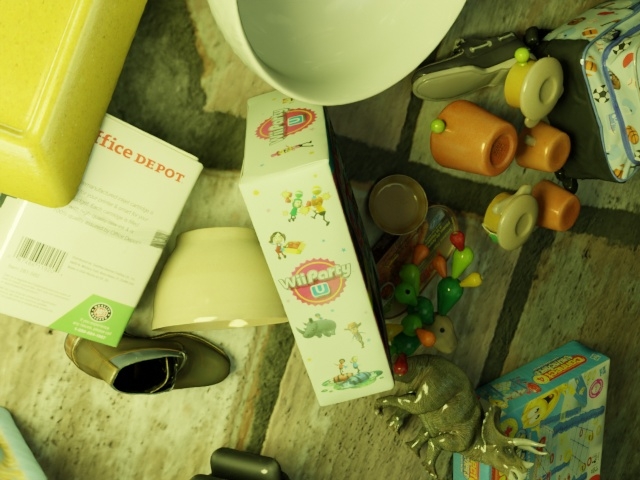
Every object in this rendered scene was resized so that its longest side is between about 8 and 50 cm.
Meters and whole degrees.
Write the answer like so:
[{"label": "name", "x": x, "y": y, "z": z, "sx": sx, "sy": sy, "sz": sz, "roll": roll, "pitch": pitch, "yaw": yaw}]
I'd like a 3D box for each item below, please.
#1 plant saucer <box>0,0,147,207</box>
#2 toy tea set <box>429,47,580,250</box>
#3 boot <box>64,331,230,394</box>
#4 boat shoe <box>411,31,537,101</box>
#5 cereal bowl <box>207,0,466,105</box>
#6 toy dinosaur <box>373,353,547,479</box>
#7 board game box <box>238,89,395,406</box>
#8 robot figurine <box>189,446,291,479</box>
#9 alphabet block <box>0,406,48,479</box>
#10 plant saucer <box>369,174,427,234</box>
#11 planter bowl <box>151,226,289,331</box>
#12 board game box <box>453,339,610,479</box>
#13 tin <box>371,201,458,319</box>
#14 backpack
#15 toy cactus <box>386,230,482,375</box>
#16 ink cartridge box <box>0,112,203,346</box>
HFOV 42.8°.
[{"label": "plant saucer", "x": -0.309, "y": -0.224, "z": 0.668, "sx": 0.332, "sy": 0.081, "sz": 0.333, "roll": 20, "pitch": 93, "yaw": -24}, {"label": "toy tea set", "x": 0.266, "y": -0.112, "z": 1.184, "sx": 0.200, "sy": 0.124, "sz": 0.336, "roll": -43, "pitch": 134, "yaw": -17}, {"label": "boot", "x": -0.179, "y": 0.155, "z": 0.949, "sx": 0.219, "sy": 0.106, "sz": 0.082, "roll": 16, "pitch": 97, "yaw": -39}, {"label": "boat shoe", "x": 0.204, "y": -0.245, "z": 1.128, "sx": 0.206, "sy": 0.075, "sz": 0.065, "roll": -16, "pitch": 73, "yaw": -25}, {"label": "cereal bowl", "x": 0.014, "y": -0.320, "z": 0.845, "sx": 0.339, "sy": 0.141, "sz": 0.339, "roll": -27, "pitch": 138, "yaw": -28}, {"label": "toy dinosaur", "x": 0.179, "y": 0.250, "z": 1.243, "sx": 0.160, "sy": 0.121, "sz": 0.313, "roll": -41, "pitch": 92, "yaw": -3}, {"label": "board game box", "x": 0.000, "y": 0.000, "z": 0.945, "sx": 0.097, "sy": 0.224, "sz": 0.303, "roll": -15, "pitch": 122, "yaw": 7}, {"label": "robot figurine", "x": -0.102, "y": 0.410, "z": 1.063, "sx": 0.209, "sy": 0.173, "sz": 0.278, "roll": -15, "pitch": 115, "yaw": -24}, {"label": "alphabet block", "x": -0.402, "y": 0.268, "z": 0.775, "sx": 0.193, "sy": 0.192, "sz": 0.197, "roll": 25, "pitch": 92, "yaw": -38}, {"label": "plant saucer", "x": 0.106, "y": -0.049, "z": 1.124, "sx": 0.083, "sy": 0.015, "sz": 0.084, "roll": 1, "pitch": 86, "yaw": -10}, {"label": "planter bowl", "x": -0.115, "y": 0.044, "z": 0.939, "sx": 0.162, "sy": 0.162, "sz": 0.109, "roll": 2, "pitch": 78, "yaw": -37}, {"label": "board game box", "x": 0.374, "y": 0.374, "z": 1.454, "sx": 0.301, "sy": 0.086, "sz": 0.308, "roll": -19, "pitch": 117, "yaw": -30}, {"label": "tin", "x": 0.124, "y": 0.028, "z": 1.172, "sx": 0.190, "sy": 0.040, "sz": 0.106, "roll": -49, "pitch": 124, "yaw": -11}, {"label": "backpack", "x": 0.464, "y": -0.243, "z": 1.224, "sx": 0.263, "sy": 0.213, "sz": 0.277, "roll": -42, "pitch": 124, "yaw": -30}, {"label": "toy cactus", "x": 0.160, "y": 0.108, "z": 1.154, "sx": 0.219, "sy": 0.112, "sz": 0.180, "roll": -57, "pitch": 140, "yaw": -15}, {"label": "ink cartridge box", "x": -0.245, "y": -0.022, "z": 0.842, "sx": 0.160, "sy": 0.092, "sz": 0.219, "roll": 26, "pitch": 90, "yaw": -38}]
